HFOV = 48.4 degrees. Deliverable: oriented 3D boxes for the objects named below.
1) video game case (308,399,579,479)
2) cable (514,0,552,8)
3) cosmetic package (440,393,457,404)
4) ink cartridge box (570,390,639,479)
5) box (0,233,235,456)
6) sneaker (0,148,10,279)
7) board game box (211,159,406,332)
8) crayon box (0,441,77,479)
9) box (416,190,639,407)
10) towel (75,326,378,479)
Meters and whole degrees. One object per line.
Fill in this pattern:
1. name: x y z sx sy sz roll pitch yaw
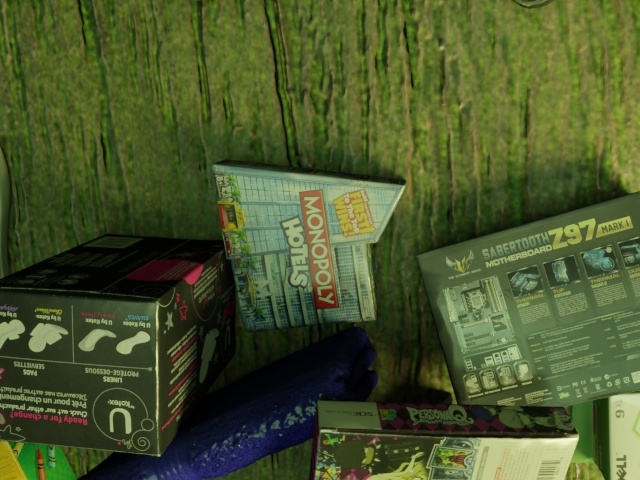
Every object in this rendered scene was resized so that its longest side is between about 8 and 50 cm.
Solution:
1. video game case: 0.092 0.240 0.620 0.210 0.042 0.232 2 119 -5
2. cable: 0.248 -0.358 0.639 0.139 0.072 0.287 41 104 4
3. cosmetic package: 0.121 0.230 0.782 0.041 0.060 0.115 41 105 -3
4. ink cartridge box: 0.345 0.197 0.744 0.209 0.062 0.109 -3 101 8
5. box: -0.190 0.087 0.696 0.163 0.247 0.142 3 101 7
6. sneaker: -0.414 -0.014 0.747 0.108 0.169 0.293 -4 100 10
7. board game box: 0.000 0.000 0.751 0.194 0.060 0.194 -7 100 10
8. crayon box: -0.436 0.332 0.864 0.278 0.081 0.165 -23 97 11
9. box: 0.231 0.070 0.713 0.232 0.059 0.184 -17 83 10
10. towel: -0.087 0.194 0.715 0.308 0.227 0.076 -27 90 11
